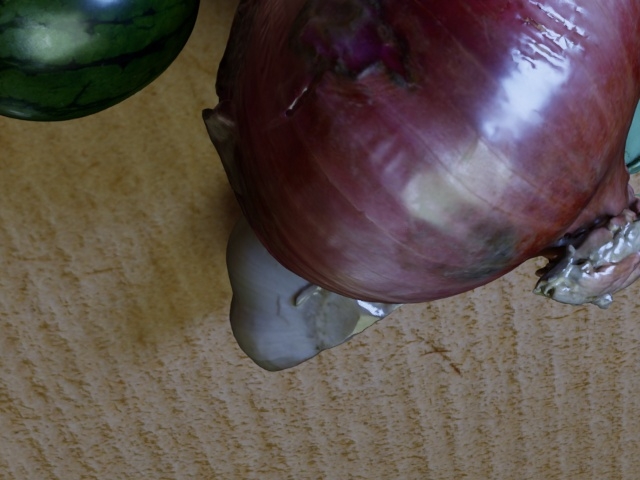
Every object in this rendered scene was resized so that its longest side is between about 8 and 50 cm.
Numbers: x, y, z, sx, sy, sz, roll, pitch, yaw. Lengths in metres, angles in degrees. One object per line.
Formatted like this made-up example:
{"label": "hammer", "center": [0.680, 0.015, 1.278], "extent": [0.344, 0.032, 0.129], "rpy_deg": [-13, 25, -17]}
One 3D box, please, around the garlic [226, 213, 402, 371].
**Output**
{"label": "garlic", "center": [0.000, 0.000, 1.628], "extent": [0.143, 0.178, 0.229], "rpy_deg": [40, 102, -19]}

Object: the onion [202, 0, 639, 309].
{"label": "onion", "center": [0.077, -0.123, 1.299], "extent": [0.354, 0.353, 0.353], "rpy_deg": [-12, 148, -8]}

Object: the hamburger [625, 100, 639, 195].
{"label": "hamburger", "center": [0.252, -0.120, 1.537], "extent": [0.276, 0.150, 0.260], "rpy_deg": [-31, 144, 22]}

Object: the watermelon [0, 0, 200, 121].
{"label": "watermelon", "center": [-0.181, -0.146, 1.301], "extent": [0.232, 0.127, 0.204], "rpy_deg": [-10, 162, -29]}
